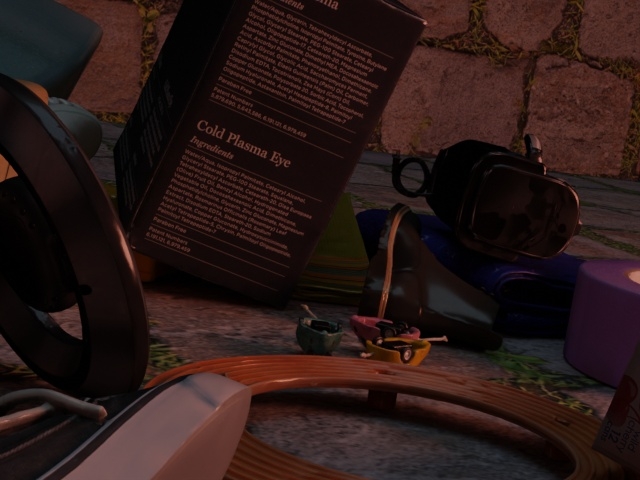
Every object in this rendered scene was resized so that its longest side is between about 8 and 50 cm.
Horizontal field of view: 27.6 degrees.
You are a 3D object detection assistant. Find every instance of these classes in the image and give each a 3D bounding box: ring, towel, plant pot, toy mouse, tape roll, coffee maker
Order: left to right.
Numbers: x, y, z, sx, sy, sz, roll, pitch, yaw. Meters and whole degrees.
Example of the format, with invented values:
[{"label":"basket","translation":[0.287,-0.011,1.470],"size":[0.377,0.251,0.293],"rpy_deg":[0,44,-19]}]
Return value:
[{"label":"plant pot","translation":[-0.434,-0.187,1.590],"size":[0.248,0.247,0.252],"rpy_deg":[28,16,-16]},{"label":"towel","translation":[0.000,0.000,1.412],"size":[0.102,0.021,0.237],"rpy_deg":[8,27,-11]},{"label":"toy mouse","translation":[0.031,0.085,1.093],"size":[0.143,0.031,0.161],"rpy_deg":[16,11,41]},{"label":"ring","translation":[0.050,0.131,0.825],"size":[0.337,0.032,0.336],"rpy_deg":[7,9,-1]},{"label":"coffee maker","translation":[0.169,-0.041,1.358],"size":[0.171,0.120,0.178],"rpy_deg":[-7,8,-1]},{"label":"towel","translation":[0.191,0.038,1.439],"size":[0.228,0.076,0.308],"rpy_deg":[7,10,-30]},{"label":"tape roll","translation":[0.369,0.089,1.208],"size":[0.275,0.090,0.275],"rpy_deg":[8,8,-1]}]

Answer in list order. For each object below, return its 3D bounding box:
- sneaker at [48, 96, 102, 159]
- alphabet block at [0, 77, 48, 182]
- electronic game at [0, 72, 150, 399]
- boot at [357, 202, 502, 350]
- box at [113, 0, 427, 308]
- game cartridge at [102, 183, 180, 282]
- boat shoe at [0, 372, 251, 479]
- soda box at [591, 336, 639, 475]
[{"label":"sneaker","translation":[-0.307,-0.076,1.336],"size":[0.118,0.110,0.292],"rpy_deg":[21,23,21]},{"label":"alphabet block","translation":[-0.351,-0.049,1.087],"size":[0.194,0.192,0.197],"rpy_deg":[10,10,-1]},{"label":"electronic game","translation":[-0.180,0.002,0.832],"size":[0.048,0.229,0.229],"rpy_deg":[-28,29,-32]},{"label":"boot","translation":[0.115,0.041,1.275],"size":[0.137,0.076,0.198],"rpy_deg":[14,35,4]},{"label":"box","translation":[-0.070,-0.150,1.345],"size":[0.179,0.312,0.343],"rpy_deg":[22,14,-17]},{"label":"game cartridge","translation":[-0.263,-0.018,1.442],"size":[0.285,0.052,0.324],"rpy_deg":[10,12,13]},{"label":"boat shoe","translation":[-0.124,0.111,0.523],"size":[0.105,0.113,0.306],"rpy_deg":[26,22,13]},{"label":"soda box","translation":[0.285,0.113,0.849],"size":[0.083,0.092,0.263],"rpy_deg":[28,13,38]}]
